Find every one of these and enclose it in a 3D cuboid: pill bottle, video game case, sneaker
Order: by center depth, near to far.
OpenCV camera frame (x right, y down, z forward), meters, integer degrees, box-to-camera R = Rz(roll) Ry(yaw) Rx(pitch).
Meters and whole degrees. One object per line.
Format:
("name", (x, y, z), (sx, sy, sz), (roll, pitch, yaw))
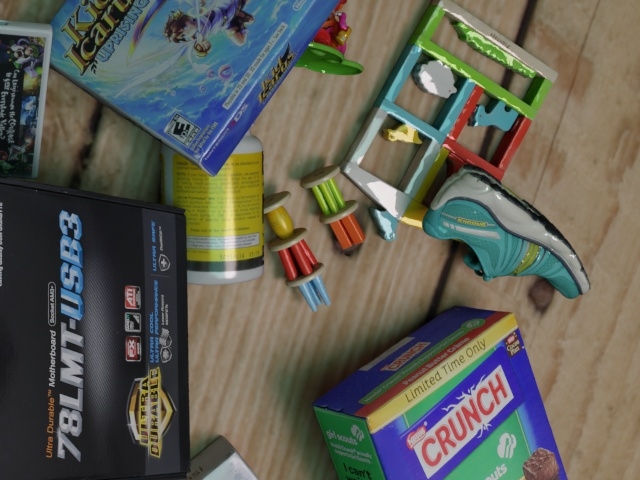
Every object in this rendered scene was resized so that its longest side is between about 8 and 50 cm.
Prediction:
("video game case", (-0.380, -0.151, 1.242), (0.173, 0.022, 0.190), (2, 128, -18))
("video game case", (-0.138, -0.245, 1.263), (0.244, 0.061, 0.269), (34, 86, 19))
("pill bottle", (-0.123, -0.061, 1.335), (0.119, 0.119, 0.208), (-3, 100, -18))
("sneaker", (0.234, 0.003, 1.468), (0.275, 0.107, 0.110), (32, 106, -33))

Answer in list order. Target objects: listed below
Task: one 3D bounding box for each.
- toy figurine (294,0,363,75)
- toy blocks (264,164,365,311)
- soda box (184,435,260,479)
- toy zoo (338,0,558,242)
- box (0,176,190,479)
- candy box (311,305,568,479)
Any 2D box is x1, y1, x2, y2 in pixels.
("toy figurine", (-0.012, -0.286, 1.353), (0.173, 0.130, 0.159), (10, 86, -41))
("toy blocks", (0.000, 0.000, 1.420), (0.123, 0.054, 0.148), (-29, 106, -12))
("soda box", (-0.174, 0.335, 1.404), (0.216, 0.074, 0.069), (-38, 108, -10))
("toy zoo", (0.150, -0.129, 1.462), (0.192, 0.030, 0.293), (29, 89, -20))
("box", (-0.253, 0.097, 1.164), (0.293, 0.073, 0.295), (11, 75, -54))
("candy box", (0.162, 0.278, 1.441), (0.268, 0.122, 0.317), (-30, 107, -33))
